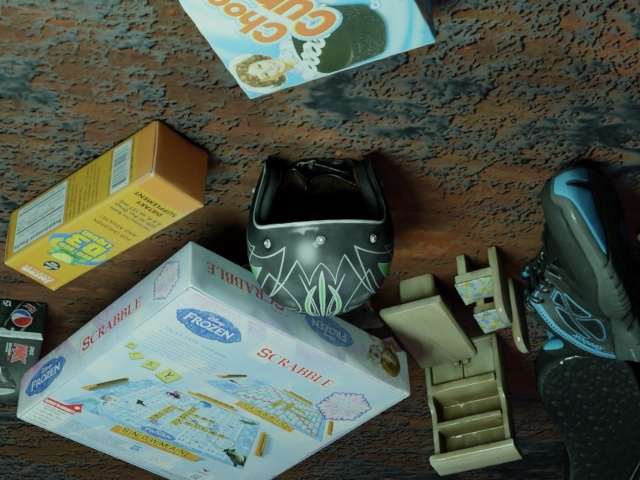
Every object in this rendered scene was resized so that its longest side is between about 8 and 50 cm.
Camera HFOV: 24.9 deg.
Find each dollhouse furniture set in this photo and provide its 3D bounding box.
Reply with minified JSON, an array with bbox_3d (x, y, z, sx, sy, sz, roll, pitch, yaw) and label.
[{"bbox_3d":[0.149,0.154,1.735,0.212,0.161,0.242,-15,144,18],"label":"dollhouse furniture set"}]

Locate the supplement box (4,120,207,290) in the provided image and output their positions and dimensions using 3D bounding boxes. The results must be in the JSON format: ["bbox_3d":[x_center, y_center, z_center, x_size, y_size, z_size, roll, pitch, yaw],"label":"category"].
[{"bbox_3d":[-0.226,-0.032,1.510,0.233,0.080,0.078,-27,137,34],"label":"supplement box"}]

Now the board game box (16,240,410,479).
[{"bbox_3d":[-0.121,0.163,1.641,0.319,0.066,0.318,29,131,-33],"label":"board game box"}]

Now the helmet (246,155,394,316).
[{"bbox_3d":[0.000,0.000,1.498,0.169,0.161,0.169,-2,146,-1],"label":"helmet"}]

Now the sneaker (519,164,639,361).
[{"bbox_3d":[0.284,0.045,1.623,0.140,0.125,0.341,-6,143,20],"label":"sneaker"}]

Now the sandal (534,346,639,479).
[{"bbox_3d":[0.399,0.263,1.989,0.168,0.107,0.445,-10,133,11],"label":"sandal"}]

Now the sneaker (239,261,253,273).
[{"bbox_3d":[-0.141,0.101,1.698,0.269,0.101,0.153,-30,137,25],"label":"sneaker"}]

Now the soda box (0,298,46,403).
[{"bbox_3d":[-0.373,0.138,1.768,0.060,0.053,0.169,6,144,-13],"label":"soda box"}]

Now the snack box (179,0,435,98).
[{"bbox_3d":[-0.044,-0.256,1.211,0.187,0.060,0.322,-15,144,18],"label":"snack box"}]

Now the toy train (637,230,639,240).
[{"bbox_3d":[0.430,0.035,1.686,0.125,0.046,0.166,-14,144,15],"label":"toy train"}]

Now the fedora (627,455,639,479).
[{"bbox_3d":[0.554,0.325,1.915,0.334,0.152,0.334,-20,133,-23],"label":"fedora"}]
